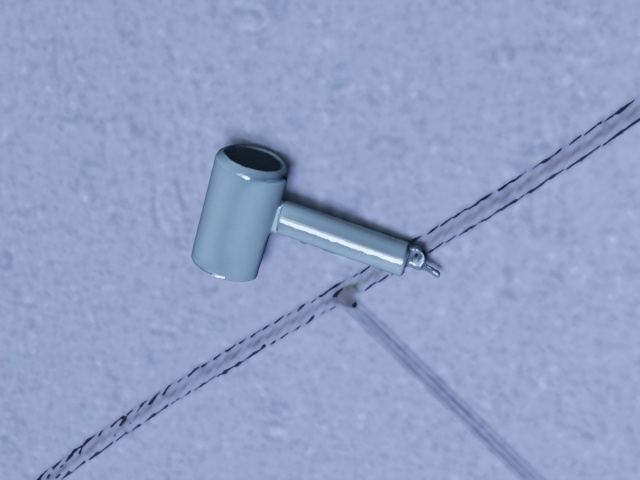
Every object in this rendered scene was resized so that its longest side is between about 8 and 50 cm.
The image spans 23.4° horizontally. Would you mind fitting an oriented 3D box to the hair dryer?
[{"bbox_3d":[0.000,0.000,0.776,0.124,0.038,0.063,19,114,4],"label":"hair dryer"}]
